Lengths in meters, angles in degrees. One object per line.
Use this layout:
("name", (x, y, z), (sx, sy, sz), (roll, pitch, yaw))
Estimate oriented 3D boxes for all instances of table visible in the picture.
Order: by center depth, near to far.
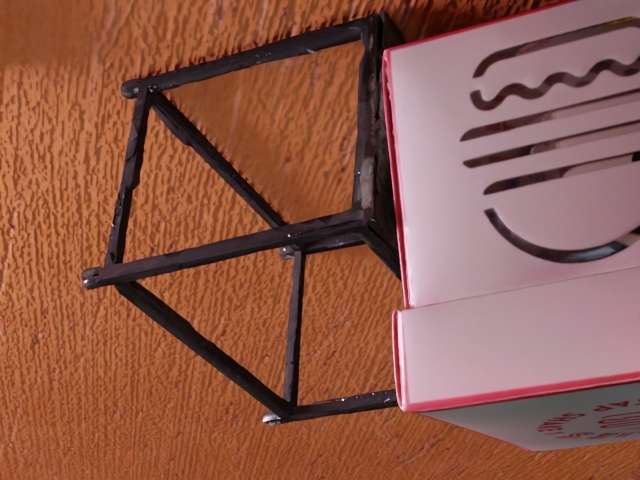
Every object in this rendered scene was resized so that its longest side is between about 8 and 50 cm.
("table", (0.000, 0.000, 1.162), (0.272, 0.222, 0.335), (-11, 146, 24))

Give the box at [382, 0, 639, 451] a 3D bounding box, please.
("box", (0.249, -0.005, 0.991), (0.314, 0.300, 0.312), (-12, 161, 24))
